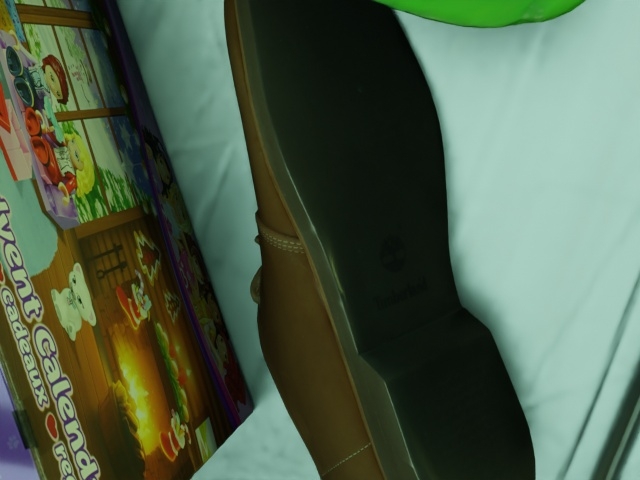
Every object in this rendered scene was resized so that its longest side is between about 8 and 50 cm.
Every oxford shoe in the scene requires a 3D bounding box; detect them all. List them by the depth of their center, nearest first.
[{"bbox_3d":[0.000,0.000,0.511,0.076,0.076,0.212,-20,81,47],"label":"oxford shoe"}]

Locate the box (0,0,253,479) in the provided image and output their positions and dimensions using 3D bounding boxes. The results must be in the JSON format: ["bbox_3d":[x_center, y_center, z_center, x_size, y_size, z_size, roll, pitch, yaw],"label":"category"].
[{"bbox_3d":[-0.108,-0.059,0.449,0.057,0.201,0.293,-18,93,10],"label":"box"}]

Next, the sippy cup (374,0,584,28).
[{"bbox_3d":[0.056,-0.207,0.362,0.224,0.305,0.240,-40,85,34],"label":"sippy cup"}]
